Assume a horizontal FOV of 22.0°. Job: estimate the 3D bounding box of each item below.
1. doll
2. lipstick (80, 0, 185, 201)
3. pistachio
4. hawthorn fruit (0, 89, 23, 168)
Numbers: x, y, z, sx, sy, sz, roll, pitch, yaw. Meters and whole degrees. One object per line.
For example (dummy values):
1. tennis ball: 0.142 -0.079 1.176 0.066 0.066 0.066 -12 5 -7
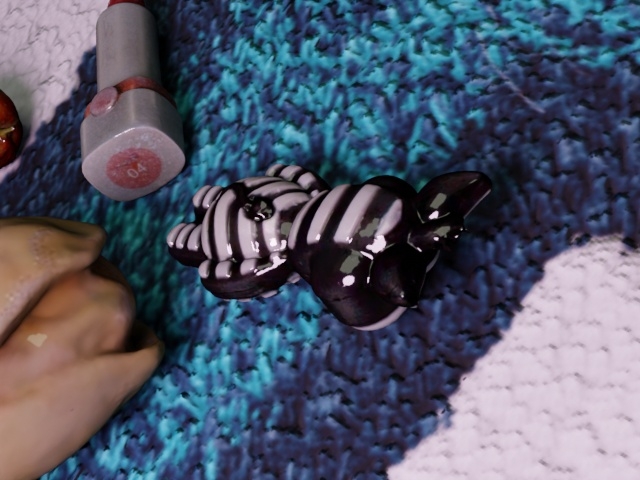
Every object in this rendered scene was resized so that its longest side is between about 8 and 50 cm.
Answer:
1. doll: 0.000 0.000 0.899 0.219 0.067 0.091 4 52 47
2. lipstick: -0.130 -0.113 1.100 0.063 0.057 0.186 -30 42 19
3. pistachio: -0.232 0.084 0.957 0.293 0.162 0.181 -30 14 21
4. hawthorn fruit: -0.246 -0.079 1.159 0.077 0.077 0.077 -22 48 26
